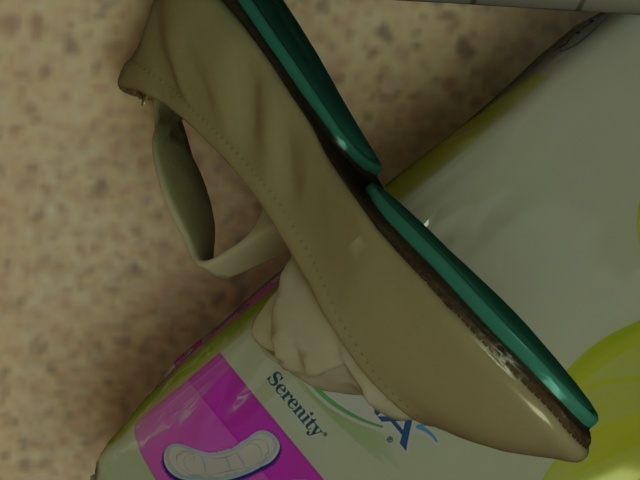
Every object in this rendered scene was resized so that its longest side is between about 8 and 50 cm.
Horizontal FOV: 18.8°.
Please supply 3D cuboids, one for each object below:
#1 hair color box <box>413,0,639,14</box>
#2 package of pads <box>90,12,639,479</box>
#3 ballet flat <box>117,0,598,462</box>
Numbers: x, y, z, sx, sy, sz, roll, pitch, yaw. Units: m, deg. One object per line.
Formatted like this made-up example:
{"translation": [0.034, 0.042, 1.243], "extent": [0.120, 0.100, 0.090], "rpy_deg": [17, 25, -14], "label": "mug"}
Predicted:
{"translation": [0.124, -0.168, 0.621], "extent": [0.375, 0.113, 0.185], "rpy_deg": [2, 149, -11], "label": "hair color box"}
{"translation": [0.086, 0.074, 0.742], "extent": [0.296, 0.101, 0.229], "rpy_deg": [-39, 85, 1], "label": "package of pads"}
{"translation": [0.000, 0.000, 0.665], "extent": [0.086, 0.248, 0.086], "rpy_deg": [-22, 143, -18], "label": "ballet flat"}
